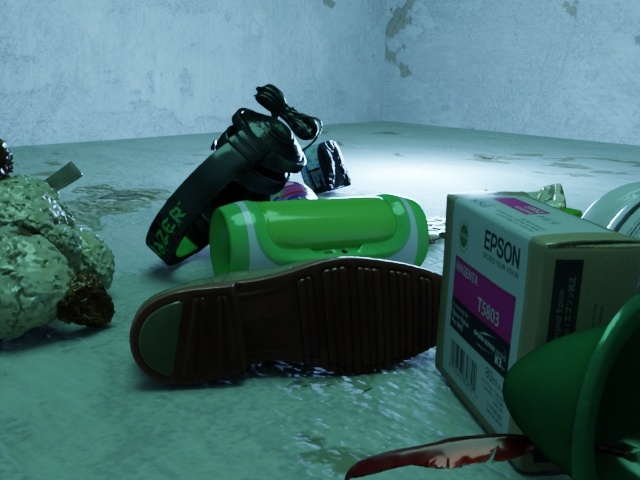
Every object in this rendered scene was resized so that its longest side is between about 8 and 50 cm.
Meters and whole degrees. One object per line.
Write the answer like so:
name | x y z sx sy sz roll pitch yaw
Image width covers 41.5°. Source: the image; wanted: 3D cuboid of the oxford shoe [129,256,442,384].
oxford shoe | -0.028 0.071 0.903 0.348 0.123 0.130 -1 8 -15

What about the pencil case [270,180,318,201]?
pencil case | -0.040 -0.038 1.426 0.104 0.104 0.236 0 12 -7

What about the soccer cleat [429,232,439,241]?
soccer cleat | 0.167 -0.013 1.467 0.083 0.035 0.029 -1 13 -8

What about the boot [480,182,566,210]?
boot | 0.392 -0.070 1.661 0.165 0.077 0.213 1 13 11

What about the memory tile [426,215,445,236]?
memory tile | 0.218 -0.025 1.578 0.113 0.012 0.148 -3 14 -16

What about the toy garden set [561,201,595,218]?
toy garden set | 0.491 -0.015 1.432 0.204 0.049 0.244 -18 16 -15

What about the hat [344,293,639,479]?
hat | 0.161 0.111 0.644 0.208 0.173 0.183 0 6 -41

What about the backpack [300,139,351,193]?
backpack | 0.004 -0.169 1.957 0.084 0.114 0.105 -14 3 37

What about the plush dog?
plush dog | -0.360 0.023 0.987 0.262 0.210 0.225 -4 37 -22

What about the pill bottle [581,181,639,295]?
pill bottle | 0.392 0.053 0.815 0.210 0.210 0.363 0 13 -6

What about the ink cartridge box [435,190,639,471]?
ink cartridge box | 0.182 0.068 0.766 0.088 0.193 0.234 -1 12 -10

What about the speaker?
speaker | 0.000 0.000 1.197 0.296 0.131 0.131 -4 14 -23

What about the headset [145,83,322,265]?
headset | -0.135 -0.120 1.315 0.185 0.243 0.394 45 46 5
